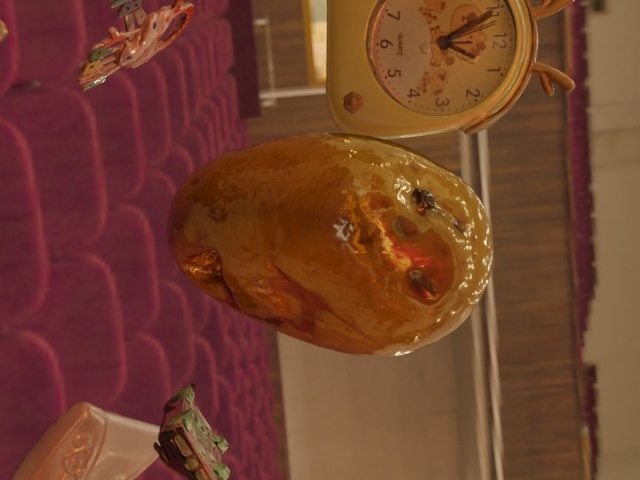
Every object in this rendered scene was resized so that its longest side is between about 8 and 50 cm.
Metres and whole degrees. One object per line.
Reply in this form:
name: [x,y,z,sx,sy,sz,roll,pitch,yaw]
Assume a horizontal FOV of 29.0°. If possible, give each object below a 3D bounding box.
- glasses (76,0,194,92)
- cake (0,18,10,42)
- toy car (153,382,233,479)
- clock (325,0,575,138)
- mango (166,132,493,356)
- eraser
glasses: [-0.189,-0.264,1.268,0.162,0.095,0.255,-45,170,-47]
cake: [-0.424,-0.163,1.364,0.159,0.158,0.262,20,34,-48]
toy car: [-0.115,0.176,1.077,0.069,0.055,0.142,59,0,-9]
clock: [0.161,-0.241,1.530,0.096,0.307,0.235,2,90,-74]
mango: [0.000,0.000,1.277,0.182,0.364,0.253,-59,140,-32]
eraser: [-0.300,0.300,1.481,0.059,0.243,0.204,46,6,27]
